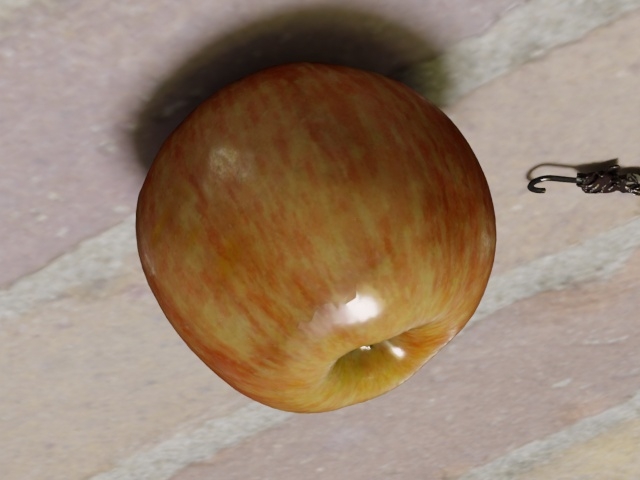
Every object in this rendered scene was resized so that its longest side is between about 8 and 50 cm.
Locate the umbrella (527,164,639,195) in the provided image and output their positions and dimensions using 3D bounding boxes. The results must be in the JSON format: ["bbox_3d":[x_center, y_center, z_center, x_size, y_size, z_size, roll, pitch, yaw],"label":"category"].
[{"bbox_3d":[0.155,-0.026,0.835,0.122,0.013,0.022,0,157,-23],"label":"umbrella"}]

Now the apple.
[{"bbox_3d":[0.000,0.000,0.709,0.146,0.131,0.146,-15,147,-10],"label":"apple"}]
